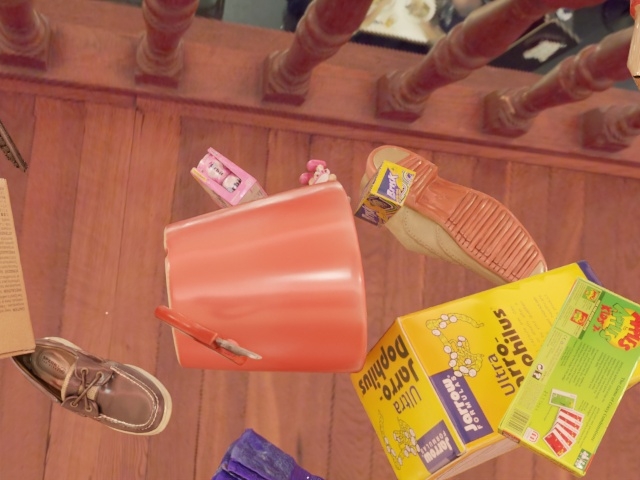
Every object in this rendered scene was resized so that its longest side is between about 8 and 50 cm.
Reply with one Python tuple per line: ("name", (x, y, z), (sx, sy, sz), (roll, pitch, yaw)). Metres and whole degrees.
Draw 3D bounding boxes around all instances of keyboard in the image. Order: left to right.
("keyboard", (-0.610, -0.276, 1.380), (0.033, 0.201, 0.317), (-29, 125, -16))

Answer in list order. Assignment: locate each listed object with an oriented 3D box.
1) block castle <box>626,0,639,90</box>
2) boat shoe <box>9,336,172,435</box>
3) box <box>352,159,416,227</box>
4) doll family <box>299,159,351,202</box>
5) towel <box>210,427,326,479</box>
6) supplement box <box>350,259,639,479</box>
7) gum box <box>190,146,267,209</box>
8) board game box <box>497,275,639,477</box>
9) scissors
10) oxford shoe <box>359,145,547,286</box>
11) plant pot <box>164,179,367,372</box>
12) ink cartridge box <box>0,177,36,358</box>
("block castle", (0.662, -0.268, 1.019), (0.303, 0.453, 0.213), (23, 76, -42))
("boat shoe", (-0.353, 0.217, 1.190), (0.285, 0.092, 0.103), (21, 90, 26))
("box", (0.097, -0.070, 1.243), (0.054, 0.169, 0.059), (24, 78, -2))
("doll family", (0.000, 0.000, 1.352), (0.118, 0.163, 0.263), (15, 124, -27))
("towel", (-0.022, 0.422, 1.281), (0.308, 0.227, 0.076), (34, 98, 2))
("supplement box", (0.259, 0.191, 1.144), (0.356, 0.194, 0.195), (-13, 63, -28))
("gum box", (-0.154, -0.087, 1.434), (0.107, 0.188, 0.062), (36, 82, 16))
("board game box", (0.265, 0.138, 0.814), (0.092, 0.043, 0.181), (27, 78, 19))
("scissors", (-0.086, 0.109, 0.796), (0.109, 0.297, 0.021), (38, 74, -26))
("oxford shoe", (0.245, -0.021, 1.503), (0.397, 0.146, 0.140), (39, 52, 15))
("plant pot", (-0.080, 0.061, 1.081), (0.243, 0.275, 0.275), (-6, 87, -8))
("ink cartridge box", (-0.392, 0.032, 0.757), (0.088, 0.234, 0.193), (-11, 87, 16))
